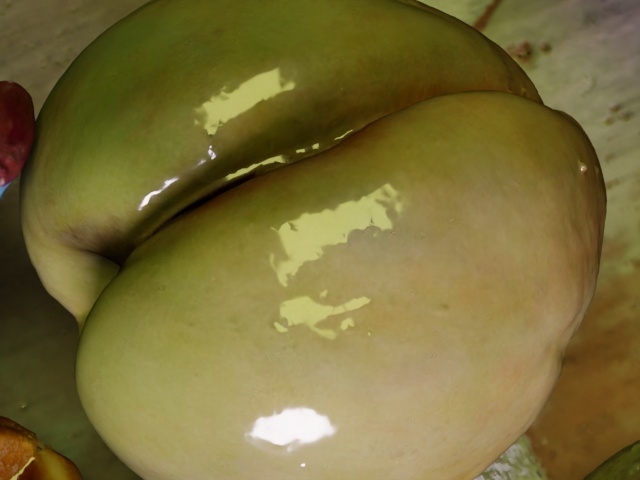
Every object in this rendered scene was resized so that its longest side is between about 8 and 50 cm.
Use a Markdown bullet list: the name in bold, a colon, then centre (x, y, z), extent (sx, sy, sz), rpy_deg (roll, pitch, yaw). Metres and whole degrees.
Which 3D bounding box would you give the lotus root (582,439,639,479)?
- **lotus root**: centre (0.170, 0.158, 0.793), extent (0.090, 0.077, 0.183), rpy_deg (45, 77, 5)

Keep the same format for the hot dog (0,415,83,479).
- **hot dog**: centre (-0.224, 0.195, 0.762), extent (0.104, 0.076, 0.250), rpy_deg (40, 72, -2)

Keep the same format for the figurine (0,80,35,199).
- **figurine**: centre (-0.235, -0.059, 0.781), extent (0.127, 0.185, 0.234), rpy_deg (20, 28, -27)

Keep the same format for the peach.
- **peach**: centre (0.000, -0.001, 0.760), extent (0.292, 0.247, 0.292), rpy_deg (10, 45, -10)
